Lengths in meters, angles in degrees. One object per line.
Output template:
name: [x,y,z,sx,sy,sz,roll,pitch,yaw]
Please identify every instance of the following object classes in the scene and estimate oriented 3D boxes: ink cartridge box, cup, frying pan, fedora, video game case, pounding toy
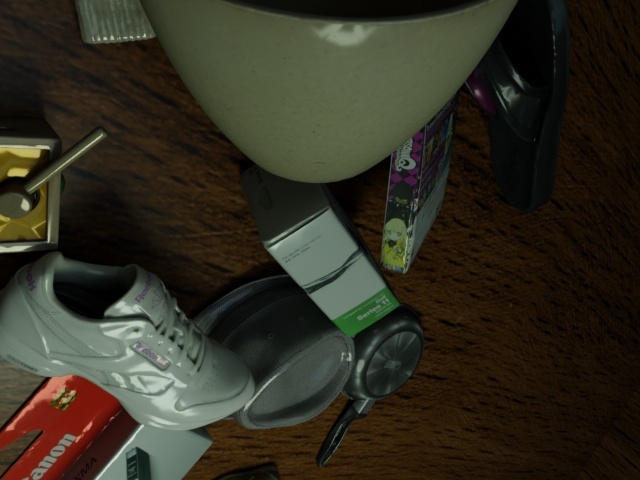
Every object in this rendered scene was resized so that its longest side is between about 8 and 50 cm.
ink cartridge box: [-0.312,0.311,0.722,0.275,0.060,0.239,-49,135,-5]
ink cartridge box: [0.000,0.000,0.709,0.087,0.153,0.208,-32,134,7]
cup: [0.001,-0.193,0.532,0.331,0.331,0.237,-28,149,-23]
frying pan: [0.072,0.253,0.995,0.326,0.053,0.197,-48,133,-9]
fedora: [-0.058,0.175,0.794,0.275,0.124,0.243,-21,125,-28]
video game case: [0.139,-0.099,0.765,0.232,0.042,0.210,-49,147,-55]
pounding toy: [-0.281,-0.055,0.508,0.141,0.100,0.130,-4,117,-36]

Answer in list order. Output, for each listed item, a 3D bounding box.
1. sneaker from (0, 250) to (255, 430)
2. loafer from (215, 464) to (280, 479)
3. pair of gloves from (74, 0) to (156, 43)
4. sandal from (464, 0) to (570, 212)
sneaker: [-0.185,0.112,0.604,0.305,0.114,0.152,29,127,-30]
loafer: [-0.125,0.411,0.926,0.148,0.050,0.056,-8,119,-34]
pair of gloves: [-0.242,-0.267,0.459,0.240,0.042,0.204,-10,120,-34]
sandal: [0.264,-0.214,0.804,0.107,0.167,0.445,-22,128,-5]
